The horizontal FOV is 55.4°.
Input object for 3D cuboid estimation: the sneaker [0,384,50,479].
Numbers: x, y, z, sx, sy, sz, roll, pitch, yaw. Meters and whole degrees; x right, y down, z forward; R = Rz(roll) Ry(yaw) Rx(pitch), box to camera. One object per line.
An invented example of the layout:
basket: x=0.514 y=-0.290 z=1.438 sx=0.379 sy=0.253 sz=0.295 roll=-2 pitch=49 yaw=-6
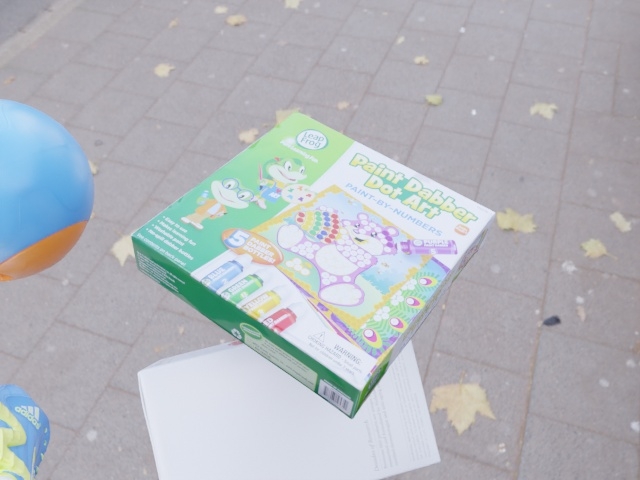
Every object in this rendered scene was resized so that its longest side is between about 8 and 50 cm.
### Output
sneaker: x=-0.349 y=0.265 z=0.703 sx=0.091 sy=0.126 sz=0.240 roll=-28 pitch=74 yaw=15

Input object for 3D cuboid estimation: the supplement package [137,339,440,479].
supplement package: x=-0.040 y=0.194 z=0.716 sx=0.292 sy=0.177 sz=0.175 roll=-13 pitch=85 yaw=-9

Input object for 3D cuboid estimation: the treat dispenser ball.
treat dispenser ball: x=-0.512 y=-0.079 z=0.968 sx=0.288 sy=0.288 sz=0.288 roll=0 pitch=50 yaw=0

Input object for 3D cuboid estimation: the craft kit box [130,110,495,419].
craft kit box: x=0.000 y=0.000 z=0.580 sx=0.249 sy=0.061 sz=0.246 roll=30 pitch=49 yaw=19
